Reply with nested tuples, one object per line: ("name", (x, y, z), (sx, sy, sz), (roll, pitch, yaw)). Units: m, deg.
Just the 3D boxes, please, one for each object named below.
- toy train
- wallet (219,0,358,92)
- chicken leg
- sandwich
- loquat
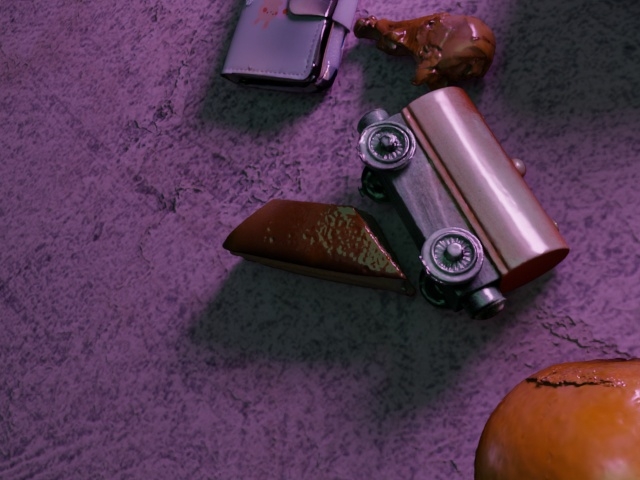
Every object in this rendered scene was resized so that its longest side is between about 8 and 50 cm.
("toy train", (0.155, -0.052, 0.886), (0.177, 0.116, 0.286), (-24, 64, -6))
("wallet", (-0.033, -0.329, 1.070), (0.176, 0.075, 0.251), (13, 82, 31))
("chicken leg", (0.123, -0.241, 0.975), (0.207, 0.085, 0.101), (23, 98, 37))
("sandwich", (0.000, 0.000, 0.952), (0.257, 0.094, 0.096), (9, 84, 25))
("loquat", (0.266, 0.214, 0.675), (0.262, 0.263, 0.263), (-7, 73, 23))
